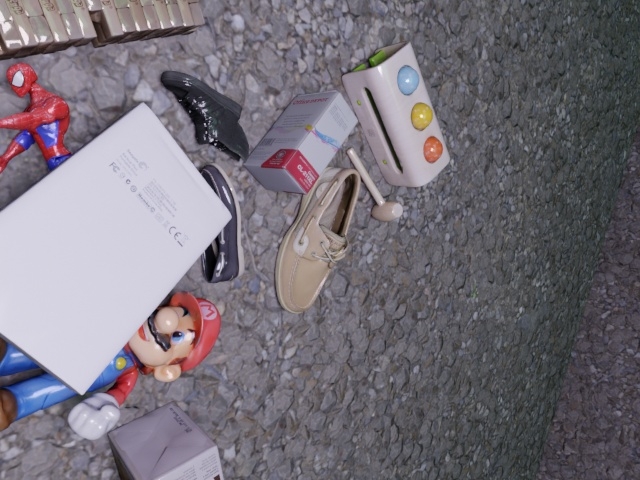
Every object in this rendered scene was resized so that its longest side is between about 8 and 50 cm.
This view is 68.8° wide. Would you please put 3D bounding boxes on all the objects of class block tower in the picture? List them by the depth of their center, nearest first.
[{"bbox_3d":[-0.313,-0.298,0.598,0.336,0.097,0.090,-27,115,-34],"label":"block tower"}]

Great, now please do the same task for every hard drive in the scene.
[{"bbox_3d":[-0.270,-0.001,0.599,0.210,0.040,0.318,56,49,-30],"label":"hard drive"}]

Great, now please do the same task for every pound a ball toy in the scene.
[{"bbox_3d":[0.159,-0.215,0.975,0.208,0.136,0.319,-44,122,-25],"label":"pound a ball toy"}]

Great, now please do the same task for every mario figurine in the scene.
[{"bbox_3d":[-0.288,0.137,0.650,0.321,0.170,0.197,-12,104,-36],"label":"mario figurine"}]

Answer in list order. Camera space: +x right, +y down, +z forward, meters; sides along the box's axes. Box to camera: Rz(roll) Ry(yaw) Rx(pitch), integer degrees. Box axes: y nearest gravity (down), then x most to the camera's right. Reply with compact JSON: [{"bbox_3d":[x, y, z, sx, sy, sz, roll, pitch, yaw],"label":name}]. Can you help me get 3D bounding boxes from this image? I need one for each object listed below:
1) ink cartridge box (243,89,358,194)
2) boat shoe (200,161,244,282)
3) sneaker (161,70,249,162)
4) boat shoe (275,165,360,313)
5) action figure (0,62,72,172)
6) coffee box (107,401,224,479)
[{"bbox_3d":[-0.034,-0.174,0.827,0.072,0.128,0.175,47,69,-36],"label":"ink cartridge box"},{"bbox_3d":[-0.175,-0.024,0.774,0.065,0.075,0.205,-22,116,-38],"label":"boat shoe"},{"bbox_3d":[-0.183,-0.195,0.751,0.170,0.051,0.089,19,81,-43],"label":"sneaker"},{"bbox_3d":[0.000,0.000,0.905,0.109,0.098,0.302,23,83,-40],"label":"boat shoe"},{"bbox_3d":[-0.361,-0.077,0.597,0.139,0.092,0.280,-30,116,-42],"label":"action figure"},{"bbox_3d":[-0.228,0.443,0.752,0.119,0.168,0.296,-19,109,-36],"label":"coffee box"}]
